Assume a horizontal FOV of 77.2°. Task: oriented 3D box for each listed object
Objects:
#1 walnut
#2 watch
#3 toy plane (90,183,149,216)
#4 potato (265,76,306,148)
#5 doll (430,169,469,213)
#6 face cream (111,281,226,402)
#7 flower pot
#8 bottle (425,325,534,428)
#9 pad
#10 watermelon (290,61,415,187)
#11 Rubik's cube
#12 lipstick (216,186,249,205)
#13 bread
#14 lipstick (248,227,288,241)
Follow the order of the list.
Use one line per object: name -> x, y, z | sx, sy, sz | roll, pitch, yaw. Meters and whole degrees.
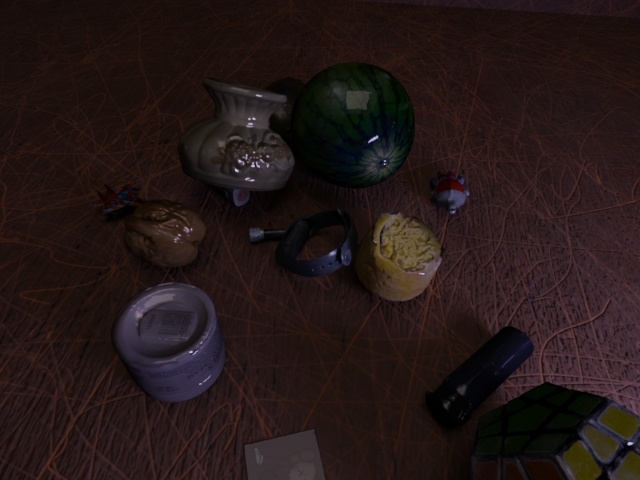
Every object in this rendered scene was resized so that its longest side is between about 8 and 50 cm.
walnut -> -0.366, -0.019, 0.930 | 0.184, 0.155, 0.155 | 14, 48, 12
watch -> 0.000, 0.000, 0.944 | 0.193, 0.068, 0.206 | -1, 39, 31
toy plane -> -0.501, -0.098, 1.058 | 0.190, 0.061, 0.130 | 16, 48, 6
potato -> -0.118, -0.408, 1.287 | 0.211, 0.173, 0.307 | 12, 51, 11
doll -> 0.360, -0.139, 1.124 | 0.103, 0.075, 0.227 | -4, 36, 13
face cream -> -0.272, 0.186, 0.741 | 0.178, 0.152, 0.177 | 2, 48, -2
flower pot -> -0.210, -0.279, 1.049 | 0.308, 0.243, 0.307 | 10, 21, -4
bottle -> 0.304, 0.255, 0.756 | 0.245, 0.072, 0.082 | -28, 36, -25
pad -> -0.049, 0.411, 0.642 | 0.128, 0.004, 0.190 | -9, 49, -11
watermelon -> 0.092, -0.312, 1.102 | 0.364, 0.363, 0.362 | 1, 47, -1
Rubik's cube -> 0.351, 0.356, 0.534 | 0.319, 0.319, 0.264 | 30, 80, 23
lipstick -> -0.280, -0.164, 1.133 | 0.186, 0.063, 0.057 | 32, 50, 33
bread -> 0.172, 0.033, 0.894 | 0.197, 0.170, 0.196 | 4, 59, -6
lipstick -> -0.123, -0.017, 1.017 | 0.116, 0.037, 0.037 | -4, 47, -11
